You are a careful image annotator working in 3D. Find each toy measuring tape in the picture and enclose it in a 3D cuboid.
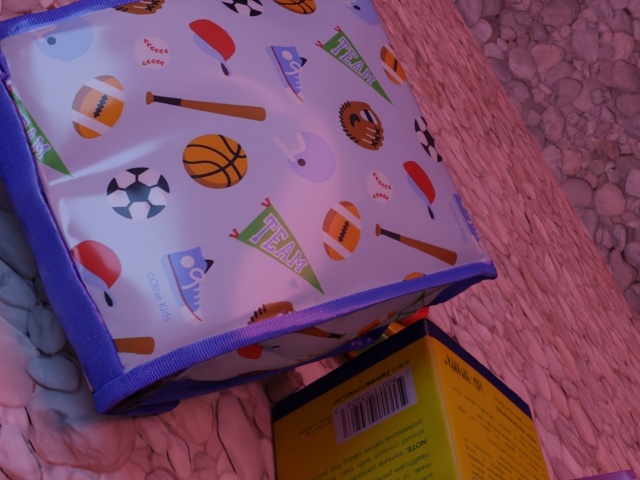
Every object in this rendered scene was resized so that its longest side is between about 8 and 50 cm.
[{"bbox_3d":[0.048,0.115,1.216,0.121,0.121,0.330,54,31,-8],"label":"toy measuring tape"}]

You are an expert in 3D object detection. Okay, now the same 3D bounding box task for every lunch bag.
[{"bbox_3d":[-0.090,-0.041,0.946,0.385,0.239,0.328,-12,72,-46],"label":"lunch bag"}]

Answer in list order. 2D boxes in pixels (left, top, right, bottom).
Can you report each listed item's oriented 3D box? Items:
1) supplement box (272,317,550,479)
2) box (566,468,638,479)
[{"bbox_3d":[0.098,0.285,0.971,0.194,0.195,0.356,41,27,-35],"label":"supplement box"},{"bbox_3d":[0.345,0.422,1.277,0.243,0.117,0.213,61,20,-50],"label":"box"}]
